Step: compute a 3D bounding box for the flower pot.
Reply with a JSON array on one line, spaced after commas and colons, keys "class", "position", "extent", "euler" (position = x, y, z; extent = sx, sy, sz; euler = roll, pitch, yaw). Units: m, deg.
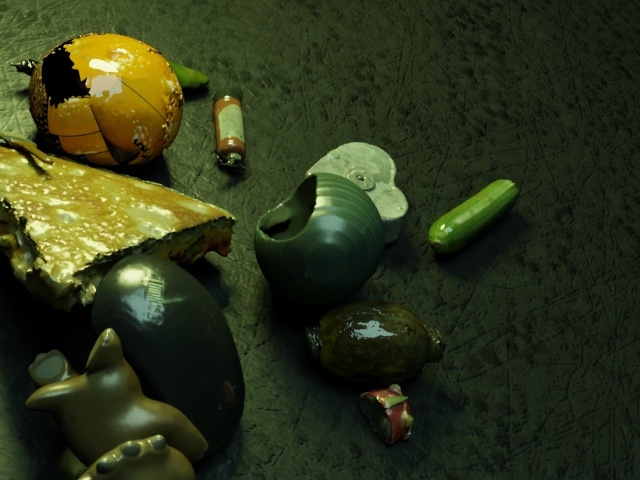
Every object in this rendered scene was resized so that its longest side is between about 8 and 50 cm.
[{"class": "flower pot", "position": [0.000, 0.000, 1.808], "extent": [0.157, 0.189, 0.243], "euler": [50, 9, -13]}]

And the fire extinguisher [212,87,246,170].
[{"class": "fire extinguisher", "position": [-0.149, -0.172, 2.028], "extent": [0.062, 0.050, 0.177], "euler": [30, 35, -33]}]

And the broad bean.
[{"class": "broad bean", "position": [-0.339, -0.281, 2.047], "extent": [0.338, 0.061, 0.077], "euler": [-2, 56, -24]}]

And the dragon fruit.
[{"class": "dragon fruit", "position": [0.097, 0.232, 1.727], "extent": [0.056, 0.060, 0.083], "euler": [-13, 52, -29]}]

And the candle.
[{"class": "candle", "position": [0.049, -0.079, 2.008], "extent": [0.168, 0.068, 0.192], "euler": [3, 43, -19]}]

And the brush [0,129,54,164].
[{"class": "brush", "position": [-0.411, -0.129, 1.768], "extent": [0.043, 0.014, 0.170], "euler": [10, 11, -36]}]

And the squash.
[{"class": "squash", "position": [0.251, -0.039, 2.054], "extent": [0.066, 0.066, 0.229], "euler": [40, 46, 18]}]

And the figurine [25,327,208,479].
[{"class": "figurine", "position": [-0.252, 0.253, 1.460], "extent": [0.247, 0.177, 0.173], "euler": [58, 39, -14]}]

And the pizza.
[{"class": "pizza", "position": [-0.343, -0.001, 1.687], "extent": [0.439, 0.130, 0.406], "euler": [15, 23, -4]}]

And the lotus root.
[{"class": "lotus root", "position": [0.081, 0.144, 1.769], "extent": [0.209, 0.120, 0.120], "euler": [3, 46, -13]}]

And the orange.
[{"class": "orange", "position": [-0.323, -0.209, 1.897], "extent": [0.234, 0.182, 0.234], "euler": [19, 37, -15]}]

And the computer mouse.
[{"class": "computer mouse", "position": [-0.173, 0.140, 1.570], "extent": [0.100, 0.269, 0.170], "euler": [-8, 27, 35]}]
